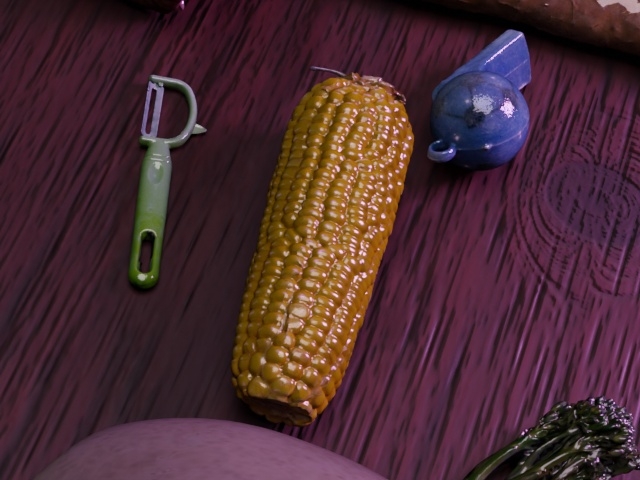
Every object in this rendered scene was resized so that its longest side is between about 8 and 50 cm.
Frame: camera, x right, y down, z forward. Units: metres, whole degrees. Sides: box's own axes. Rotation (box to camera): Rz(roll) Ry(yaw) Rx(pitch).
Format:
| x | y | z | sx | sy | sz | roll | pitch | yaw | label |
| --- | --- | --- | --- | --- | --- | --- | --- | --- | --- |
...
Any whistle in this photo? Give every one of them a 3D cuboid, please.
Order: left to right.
| x | y | z | sx | sy | sz | roll | pitch | yaw | label |
| --- | --- | --- | --- | --- | --- | --- | --- | --- | --- |
| 0.143 | -0.109 | 1.449 | 0.090 | 0.090 | 0.158 | 40 | 60 | 20 | whistle |

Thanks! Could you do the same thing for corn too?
| x | y | z | sx | sy | sz | roll | pitch | yaw | label |
| --- | --- | --- | --- | --- | --- | --- | --- | --- | --- |
| 0.000 | 0.000 | 1.347 | 0.106 | 0.106 | 0.305 | 14 | 56 | 4 | corn |

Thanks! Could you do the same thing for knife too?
| x | y | z | sx | sy | sz | roll | pitch | yaw | label |
| --- | --- | --- | --- | --- | --- | --- | --- | --- | --- |
| -0.125 | -0.048 | 1.421 | 0.054 | 0.015 | 0.212 | 10 | 54 | -8 | knife |

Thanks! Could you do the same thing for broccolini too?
| x | y | z | sx | sy | sz | roll | pitch | yaw | label |
| --- | --- | --- | --- | --- | --- | --- | --- | --- | --- |
| 0.144 | 0.183 | 1.279 | 0.203 | 0.068 | 0.091 | -31 | 50 | -7 | broccolini |

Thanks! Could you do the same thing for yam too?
| x | y | z | sx | sy | sz | roll | pitch | yaw | label |
| --- | --- | --- | --- | --- | --- | --- | --- | --- | --- |
| 0.192 | -0.220 | 1.536 | 0.357 | 0.081 | 0.081 | 17 | 56 | 8 | yam |

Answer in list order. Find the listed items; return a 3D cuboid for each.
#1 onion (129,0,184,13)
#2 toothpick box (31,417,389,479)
| x | y | z | sx | sy | sz | roll | pitch | yaw | label |
| --- | --- | --- | --- | --- | --- | --- | --- | --- | --- |
| -0.147 | -0.350 | 1.501 | 0.256 | 0.230 | 0.272 | 6 | 62 | -1 | onion |
| -0.012 | 0.325 | 0.937 | 0.425 | 0.409 | 0.409 | 31 | 58 | 11 | toothpick box |
